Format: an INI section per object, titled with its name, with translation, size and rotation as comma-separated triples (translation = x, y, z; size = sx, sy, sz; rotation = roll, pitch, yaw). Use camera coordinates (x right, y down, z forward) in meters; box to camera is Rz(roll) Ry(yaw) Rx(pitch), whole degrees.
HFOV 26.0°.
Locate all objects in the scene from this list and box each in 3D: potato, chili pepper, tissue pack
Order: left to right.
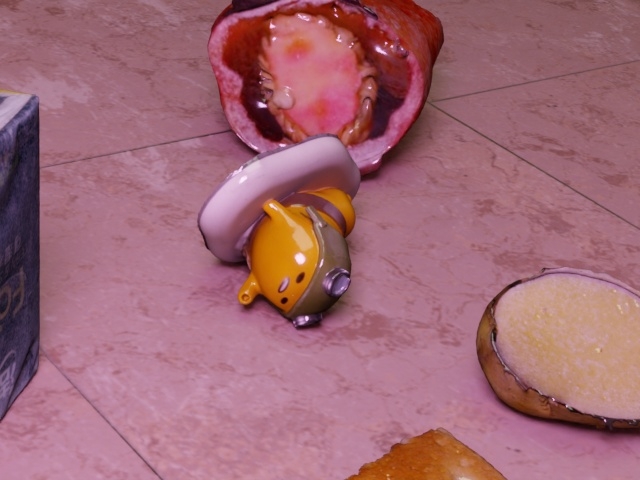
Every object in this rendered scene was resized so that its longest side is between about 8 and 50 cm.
[tissue pack]
translation = -0.283, 0.030, 1.067
size = 0.081, 0.257, 0.185
rotation = 12, 30, 10
[chili pepper]
translation = 0.020, -0.236, 1.669
size = 0.251, 0.229, 0.305
rotation = -1, 27, 17
[potato]
translation = 0.233, 0.113, 1.250
size = 0.200, 0.081, 0.164
rotation = 10, 53, -8

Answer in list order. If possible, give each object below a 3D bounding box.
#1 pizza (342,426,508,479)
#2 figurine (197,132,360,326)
[pizza]
translation = 0.058, 0.236, 0.975
size = 0.229, 0.081, 0.289
rotation = 7, 28, -17
[figurine]
translation = 0.000, 0.000, 1.354
size = 0.141, 0.166, 0.250
rotation = 48, 29, 17
